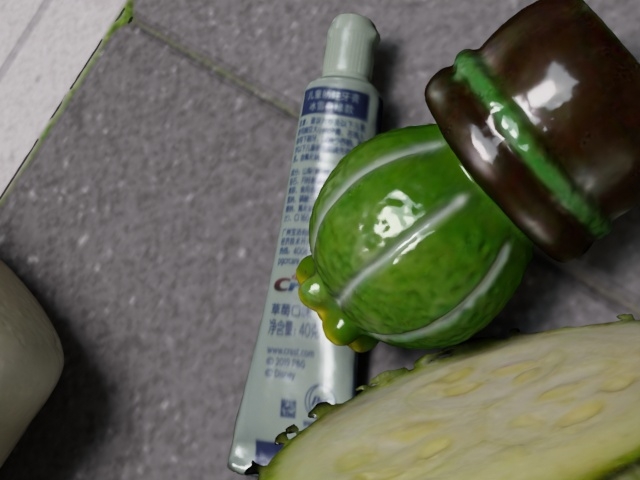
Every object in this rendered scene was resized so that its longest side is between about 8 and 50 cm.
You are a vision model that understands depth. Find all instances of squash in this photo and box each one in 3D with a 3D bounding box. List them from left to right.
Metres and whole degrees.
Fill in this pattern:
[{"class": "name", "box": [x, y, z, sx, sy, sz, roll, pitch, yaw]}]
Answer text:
[{"class": "squash", "box": [0.093, 0.176, 0.421, 0.189, 0.189, 0.260, -17, 99, 27]}]

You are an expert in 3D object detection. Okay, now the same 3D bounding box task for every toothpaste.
[{"class": "toothpaste", "box": [0.000, 0.000, 0.543, 0.062, 0.037, 0.216, 1, 76, 30]}]

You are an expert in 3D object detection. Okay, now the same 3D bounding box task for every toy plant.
[{"class": "toy plant", "box": [0.060, -0.018, 0.477, 0.162, 0.093, 0.092, -42, 54, 15]}]

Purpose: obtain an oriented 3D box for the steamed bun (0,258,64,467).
[{"class": "steamed bun", "box": [-0.235, 0.048, 0.595, 0.242, 0.164, 0.146, 38, 92, 38]}]
